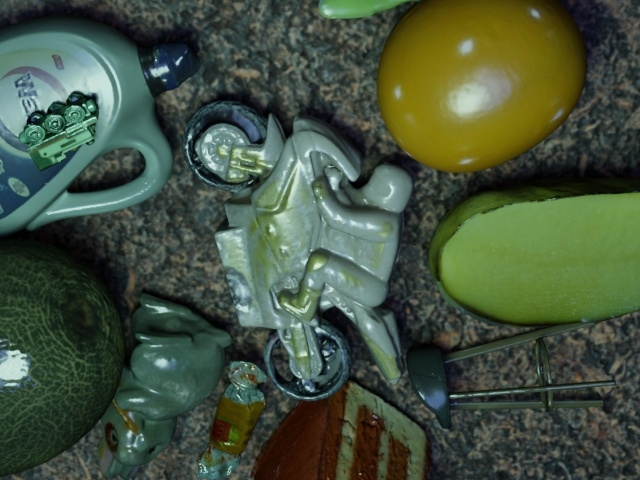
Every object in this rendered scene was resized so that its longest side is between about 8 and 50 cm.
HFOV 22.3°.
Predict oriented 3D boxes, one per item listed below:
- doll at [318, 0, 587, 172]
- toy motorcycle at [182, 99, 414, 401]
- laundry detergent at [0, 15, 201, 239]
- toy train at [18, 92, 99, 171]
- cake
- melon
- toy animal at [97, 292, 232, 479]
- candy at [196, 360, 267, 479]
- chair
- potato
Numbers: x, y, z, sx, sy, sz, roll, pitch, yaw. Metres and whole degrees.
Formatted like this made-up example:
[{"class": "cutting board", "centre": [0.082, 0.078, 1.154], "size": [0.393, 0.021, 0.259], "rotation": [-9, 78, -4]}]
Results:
[{"class": "doll", "centre": [0.140, -0.187, 1.583], "size": [0.213, 0.213, 0.236], "rotation": [-32, 94, 10]}, {"class": "toy motorcycle", "centre": [0.000, 0.000, 1.691], "size": [0.223, 0.108, 0.340], "rotation": [-15, 103, 11]}, {"class": "laundry detergent", "centre": [-0.250, -0.124, 1.642], "size": [0.280, 0.105, 0.215], "rotation": [-17, 110, 4]}, {"class": "toy train", "centre": [-0.250, -0.106, 1.574], "size": [0.083, 0.033, 0.053], "rotation": [-24, 115, 7]}, {"class": "cake", "centre": [0.050, 0.253, 1.722], "size": [0.158, 0.262, 0.159], "rotation": [33, 87, -17]}, {"class": "melon", "centre": [-0.339, 0.125, 1.651], "size": [0.302, 0.237, 0.237], "rotation": [-25, 112, 37]}, {"class": "toy animal", "centre": [-0.182, 0.182, 1.756], "size": [0.138, 0.108, 0.236], "rotation": [10, 111, -9]}, {"class": "candy", "centre": [-0.094, 0.196, 1.788], "size": [0.053, 0.046, 0.182], "rotation": [24, 127, 4]}, {"class": "chair", "centre": [0.203, 0.155, 1.765], "size": [0.221, 0.104, 0.095], "rotation": [-4, 128, -2]}, {"class": "potato", "centre": [0.240, -0.005, 1.693], "size": [0.272, 0.111, 0.160], "rotation": [-7, 124, -7]}]
